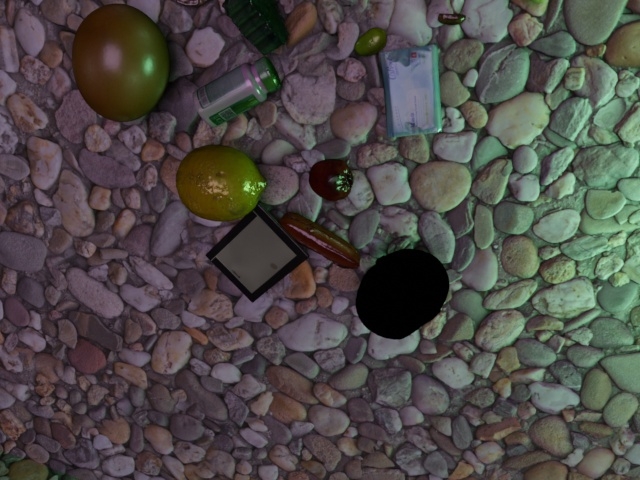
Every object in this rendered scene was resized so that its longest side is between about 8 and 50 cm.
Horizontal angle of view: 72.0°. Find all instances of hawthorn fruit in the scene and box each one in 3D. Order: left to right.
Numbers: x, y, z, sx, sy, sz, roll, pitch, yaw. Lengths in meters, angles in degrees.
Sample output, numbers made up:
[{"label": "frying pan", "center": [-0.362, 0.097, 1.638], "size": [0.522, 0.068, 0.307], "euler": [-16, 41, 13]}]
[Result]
[{"label": "hawthorn fruit", "center": [0.026, -0.207, 1.486], "size": [0.172, 0.148, 0.148], "euler": [11, 111, 33]}]

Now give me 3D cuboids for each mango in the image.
[{"label": "mango", "center": [0.156, -0.618, 1.375], "size": [0.108, 0.056, 0.073], "euler": [-15, 101, 25]}]

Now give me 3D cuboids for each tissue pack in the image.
[{"label": "tissue pack", "center": [0.287, -0.465, 1.385], "size": [0.177, 0.089, 0.263], "euler": [-5, 106, 11]}]

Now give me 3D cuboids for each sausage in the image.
[{"label": "sausage", "center": [0.000, 0.000, 1.564], "size": [0.330, 0.102, 0.102], "euler": [30, 109, -1]}]

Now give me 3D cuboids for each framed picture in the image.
[{"label": "framed picture", "center": [-0.239, 0.056, 1.614], "size": [0.265, 0.016, 0.347], "euler": [46, 121, -7]}]

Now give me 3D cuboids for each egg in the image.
[{"label": "egg", "center": [-0.620, -0.547, 1.380], "size": [0.282, 0.282, 0.351], "euler": [24, 111, 0]}]

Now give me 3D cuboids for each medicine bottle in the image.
[{"label": "medicine bottle", "center": [-0.268, -0.485, 1.431], "size": [0.274, 0.133, 0.133], "euler": [-23, 103, 15]}]

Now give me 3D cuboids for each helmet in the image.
[{"label": "helmet", "center": [0.279, 0.169, 1.527], "size": [0.271, 0.197, 0.338], "euler": [39, 102, 3]}]

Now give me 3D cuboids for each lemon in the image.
[{"label": "lemon", "center": [-0.329, -0.189, 1.466], "size": [0.310, 0.258, 0.258], "euler": [5, 108, 8]}]

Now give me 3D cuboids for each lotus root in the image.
[{"label": "lotus root", "center": [0.398, -0.670, 1.333], "size": [0.083, 0.037, 0.030], "euler": [4, 112, 6]}]

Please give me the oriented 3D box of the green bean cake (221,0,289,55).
[{"label": "green bean cake", "center": [-0.187, -0.699, 1.357], "size": [0.107, 0.193, 0.208], "euler": [-24, 128, 32]}]

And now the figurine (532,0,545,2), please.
[{"label": "figurine", "center": [0.664, -0.831, 1.208], "size": [0.222, 0.124, 0.325], "euler": [10, 111, 1]}]

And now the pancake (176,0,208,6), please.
[{"label": "pancake", "center": [-0.422, -0.861, 1.383], "size": [0.236, 0.042, 0.223], "euler": [24, 104, -3]}]
